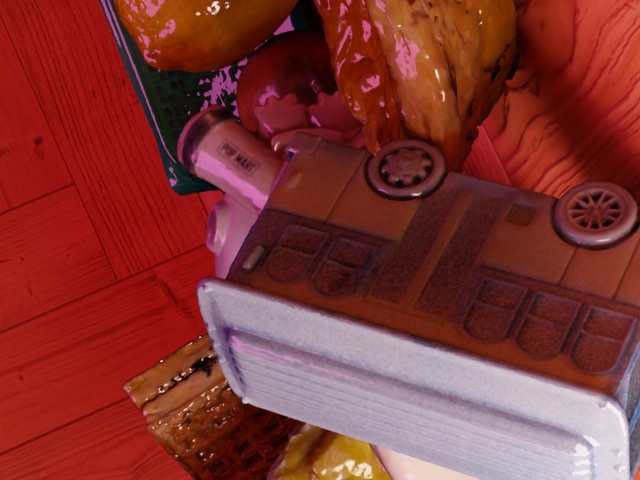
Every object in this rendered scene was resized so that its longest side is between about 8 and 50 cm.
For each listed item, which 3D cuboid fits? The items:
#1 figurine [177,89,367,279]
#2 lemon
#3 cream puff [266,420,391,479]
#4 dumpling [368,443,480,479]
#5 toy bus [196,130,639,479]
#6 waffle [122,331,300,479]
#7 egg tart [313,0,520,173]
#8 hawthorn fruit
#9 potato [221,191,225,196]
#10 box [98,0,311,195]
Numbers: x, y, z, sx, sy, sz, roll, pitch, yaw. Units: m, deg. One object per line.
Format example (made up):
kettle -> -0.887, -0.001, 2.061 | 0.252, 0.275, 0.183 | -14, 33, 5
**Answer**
figurine -> -0.010, -0.001, 1.626 | 0.361, 0.253, 0.211 | 80, -160, -65
lemon -> -0.115, -0.294, 1.660 | 0.204, 0.260, 0.204 | 29, 175, 3
cream puff -> 0.104, 0.348, 1.798 | 0.275, 0.378, 0.378 | 16, 138, 36
dumpling -> 0.105, 0.127, 1.396 | 0.395, 0.233, 0.316 | -110, 28, -60
toy bus -> 0.092, 0.052, 1.115 | 0.312, 0.190, 0.152 | 15, 145, 24
waffle -> -0.106, 0.223, 2.084 | 0.091, 0.213, 0.308 | 55, 176, 32
egg tart -> 0.062, -0.197, 1.250 | 0.341, 0.129, 0.341 | 62, 171, 18
hawthorn fruit -> -0.007, -0.166, 1.690 | 0.189, 0.149, 0.149 | -36, 76, 56
potato -> -0.055, -0.083, 2.063 | 0.169, 0.143, 0.248 | 27, -178, -24
box -> -0.104, -0.232, 1.895 | 0.106, 0.264, 0.337 | -49, -54, -54
